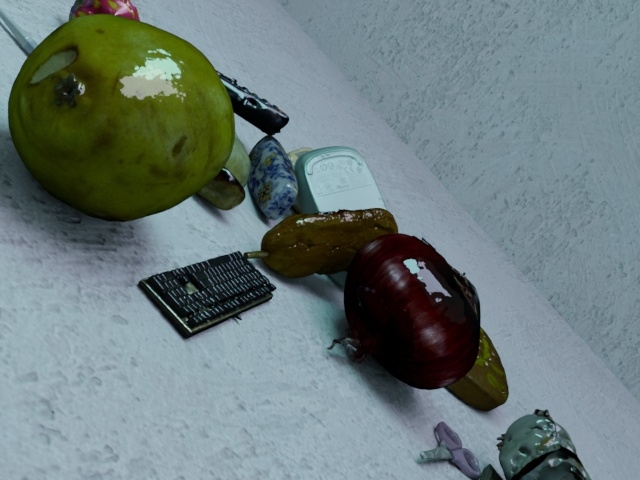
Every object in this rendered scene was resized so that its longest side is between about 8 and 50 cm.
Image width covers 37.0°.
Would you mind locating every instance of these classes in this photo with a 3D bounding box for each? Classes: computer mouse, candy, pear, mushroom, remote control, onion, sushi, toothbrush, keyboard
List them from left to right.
[{"bbox_3d":[-0.431,-0.284,1.454,0.342,0.025,0.030,47,22,5],"label":"toothbrush"},{"bbox_3d":[-0.241,-0.147,1.182,0.269,0.269,0.321,46,3,3],"label":"pear"},{"bbox_3d":[-0.298,-0.299,1.645,0.365,0.124,0.124,47,15,16],"label":"candy"},{"bbox_3d":[-0.241,-0.318,1.842,0.398,0.062,0.144,30,8,-11],"label":"remote control"},{"bbox_3d":[-0.141,0.067,1.312,0.106,0.027,0.317,47,15,7],"label":"keyboard"},{"bbox_3d":[-0.175,-0.150,1.673,0.107,0.087,0.333,39,15,-19],"label":"mushroom"},{"bbox_3d":[0.046,-0.039,1.815,0.159,0.097,0.288,-15,72,-25],"label":"computer mouse"},{"bbox_3d":[0.122,0.132,1.563,0.273,0.285,0.273,49,-22,28],"label":"onion"},{"bbox_3d":[0.361,0.379,1.503,0.130,0.124,0.332,55,8,-10],"label":"sushi"}]

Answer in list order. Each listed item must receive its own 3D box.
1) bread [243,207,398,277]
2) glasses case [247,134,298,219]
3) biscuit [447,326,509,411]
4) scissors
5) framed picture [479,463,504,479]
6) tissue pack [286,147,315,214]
[{"bbox_3d":[0.001,0.001,1.619,0.344,0.124,0.084,-7,26,-43],"label":"bread"},{"bbox_3d":[-0.094,-0.121,1.800,0.065,0.087,0.248,32,17,-27],"label":"glasses case"},{"bbox_3d":[0.259,0.184,1.965,0.350,0.070,0.394,42,16,-13],"label":"biscuit"},{"bbox_3d":[0.199,0.333,1.512,0.110,0.021,0.212,53,13,23],"label":"scissors"},{"bbox_3d":[0.343,0.475,1.463,0.289,0.016,0.213,50,7,12],"label":"framed picture"},{"bbox_3d":[0.003,-0.090,1.964,0.222,0.090,0.186,46,18,7],"label":"tissue pack"}]
